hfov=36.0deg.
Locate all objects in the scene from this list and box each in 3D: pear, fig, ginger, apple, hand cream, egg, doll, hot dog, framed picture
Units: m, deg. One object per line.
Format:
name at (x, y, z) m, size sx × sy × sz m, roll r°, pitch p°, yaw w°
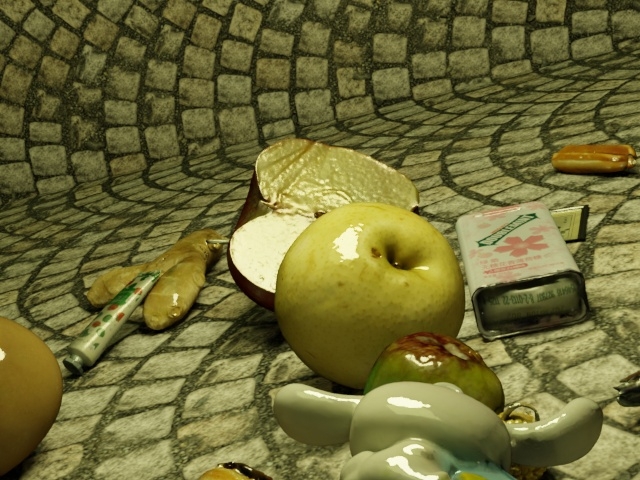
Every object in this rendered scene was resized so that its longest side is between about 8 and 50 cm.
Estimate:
pear at (0.072, 0.092, 1.547) m, size 0.309 × 0.309 × 0.309 m, roll -14°, pitch 19°, yaw 5°
fig at (0.146, 0.216, 1.343) m, size 0.191 × 0.181 × 0.181 m, roll -42°, pitch 14°, yaw 13°
ginger at (-0.316, 0.065, 2.212) m, size 0.348 × 0.122 × 0.363 m, roll -36°, pitch 16°, yaw -28°
apple at (0.012, -0.017, 1.878) m, size 0.365 × 0.328 × 0.295 m, roll 7°, pitch 10°, yaw 0°
hand cream at (-0.424, 0.158, 2.006) m, size 0.095 × 0.059 × 0.276 m, roll -10°, pitch 35°, yaw 45°
egg at (-0.607, 0.260, 1.592) m, size 0.374 × 0.301 × 0.301 m, roll -5°, pitch 18°, yaw -6°
doll at (0.123, 0.286, 1.057) m, size 0.376 × 0.187 × 0.365 m, roll -13°, pitch 29°, yaw 16°
hot dog at (0.632, -0.184, 2.261) m, size 0.092 × 0.062 × 0.236 m, roll -25°, pitch 18°, yaw -26°
framed picture at (0.451, -0.026, 2.029) m, size 0.199 × 0.010 × 0.195 m, roll -8°, pitch 20°, yaw 21°

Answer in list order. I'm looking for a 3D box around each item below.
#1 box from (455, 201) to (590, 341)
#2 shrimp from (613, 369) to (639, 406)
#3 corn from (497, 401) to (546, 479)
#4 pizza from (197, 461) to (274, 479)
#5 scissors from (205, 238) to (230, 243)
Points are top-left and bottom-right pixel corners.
box at (0.350, 0.046, 1.757) m, size 0.190 × 0.112 × 0.369 m, roll -12°, pitch 21°, yaw 9°
shrimp at (0.545, 0.176, 1.296) m, size 0.317 × 0.062 × 0.164 m, roll -16°, pitch 21°, yaw -9°
corn at (0.150, 0.293, 1.213) m, size 0.293 × 0.106 × 0.106 m, roll -21°, pitch 19°, yaw -11°
pizza at (-0.131, 0.386, 1.203) m, size 0.251 × 0.074 × 0.288 m, roll 4°, pitch 27°, yaw 46°
scissors at (-0.112, 0.003, 2.244) m, size 0.300 × 0.022 × 0.109 m, roll -2°, pitch 14°, yaw -14°
